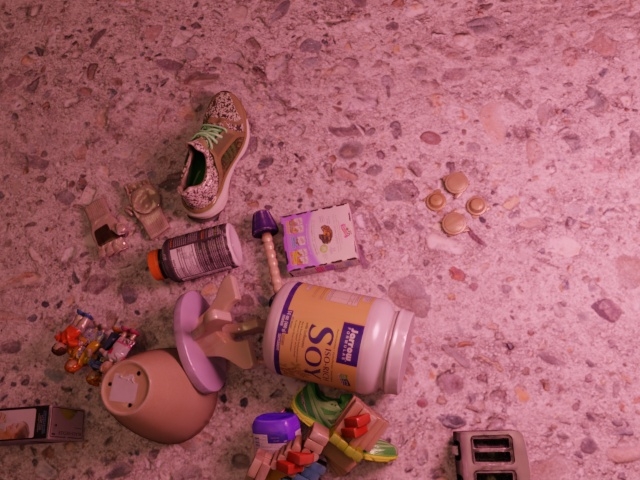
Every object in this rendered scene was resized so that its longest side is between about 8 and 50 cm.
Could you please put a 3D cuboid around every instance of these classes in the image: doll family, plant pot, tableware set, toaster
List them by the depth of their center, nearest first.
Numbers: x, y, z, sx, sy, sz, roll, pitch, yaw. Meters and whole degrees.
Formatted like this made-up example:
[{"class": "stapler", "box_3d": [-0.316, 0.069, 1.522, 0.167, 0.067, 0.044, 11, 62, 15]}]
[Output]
[{"class": "toaster", "box_3d": [0.402, 0.527, 1.431, 0.186, 0.110, 0.167, -4, 73, 9]}, {"class": "plant pot", "box_3d": [-0.426, 0.381, 1.549, 0.257, 0.274, 0.256, -3, 73, 10]}, {"class": "tableware set", "box_3d": [0.370, -0.101, 1.686, 0.141, 0.020, 0.168, -35, 71, 1]}, {"class": "doll family", "box_3d": [-0.610, 0.310, 1.691, 0.263, 0.118, 0.163, 14, 57, 22]}]

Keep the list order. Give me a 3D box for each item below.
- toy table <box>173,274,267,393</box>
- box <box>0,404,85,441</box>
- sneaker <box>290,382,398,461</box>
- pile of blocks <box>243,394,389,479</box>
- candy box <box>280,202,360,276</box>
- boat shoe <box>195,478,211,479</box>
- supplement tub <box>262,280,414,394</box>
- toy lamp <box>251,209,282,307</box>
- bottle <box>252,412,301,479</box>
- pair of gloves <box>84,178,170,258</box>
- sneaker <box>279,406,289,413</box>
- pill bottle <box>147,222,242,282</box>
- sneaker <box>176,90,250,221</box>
[{"class": "toy table", "box_3d": [-0.259, 0.238, 1.598, 0.161, 0.252, 0.274, -26, 77, 20]}, {"class": "box", "box_3d": [-0.803, 0.496, 1.643, 0.290, 0.169, 0.087, -6, 69, 10]}, {"class": "sneaker", "box_3d": [0.065, 0.446, 1.522, 0.296, 0.109, 0.123, 28, 84, 18]}, {"class": "pile of blocks", "box_3d": [-0.011, 0.492, 1.390, 0.362, 0.112, 0.148, -29, 87, 1]}, {"class": "candy box", "box_3d": [0.000, 0.000, 1.697, 0.196, 0.070, 0.164, -11, 71, 8]}, {"class": "boat shoe", "box_3d": [-0.380, 0.659, 1.553, 0.228, 0.081, 0.079, -23, 70, 3]}, {"class": "supplement tub", "box_3d": [0.049, 0.242, 1.520, 0.332, 0.241, 0.240, 10, 75, 14]}, {"class": "toy lamp", "box_3d": [-0.138, 0.046, 1.705, 0.080, 0.080, 0.274, -16, 69, 5]}, {"class": "bottle", "box_3d": [-0.098, 0.566, 1.498, 0.118, 0.092, 0.282, -7, 87, 25]}, {"class": "pair of gloves", "box_3d": [-0.583, -0.071, 1.847, 0.240, 0.042, 0.204, -25, 69, 1]}, {"class": "sneaker", "box_3d": [-0.095, 0.488, 1.577, 0.057, 0.047, 0.119, 18, 84, 9]}, {"class": "pill bottle", "box_3d": [-0.352, 0.041, 1.720, 0.246, 0.130, 0.130, -15, 70, 6]}, {"class": "sneaker", "box_3d": [-0.318, -0.267, 1.784, 0.158, 0.182, 0.410, 6, 74, 13]}]
